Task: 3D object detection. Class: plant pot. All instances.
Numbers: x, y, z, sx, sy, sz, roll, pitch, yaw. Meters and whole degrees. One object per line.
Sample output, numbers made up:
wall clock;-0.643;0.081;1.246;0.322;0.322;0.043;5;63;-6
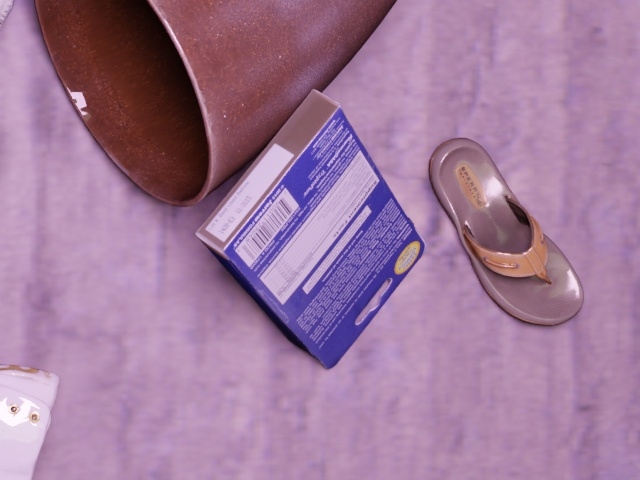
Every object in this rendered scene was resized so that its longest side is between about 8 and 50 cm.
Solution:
plant pot;-0.056;-0.172;1.184;0.230;0.215;0.215;-32;97;-27

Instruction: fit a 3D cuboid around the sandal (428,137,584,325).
sandal;0.152;-0.005;1.300;0.072;0.049;0.180;-35;98;-12

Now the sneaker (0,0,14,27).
sneaker;-0.248;-0.316;1.163;0.146;0.102;0.293;20;92;-9

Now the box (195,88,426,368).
box;0.000;0.000;1.212;0.036;0.225;0.136;32;78;33

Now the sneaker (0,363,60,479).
sneaker;-0.277;0.079;1.167;0.169;0.108;0.293;-3;100;-16
